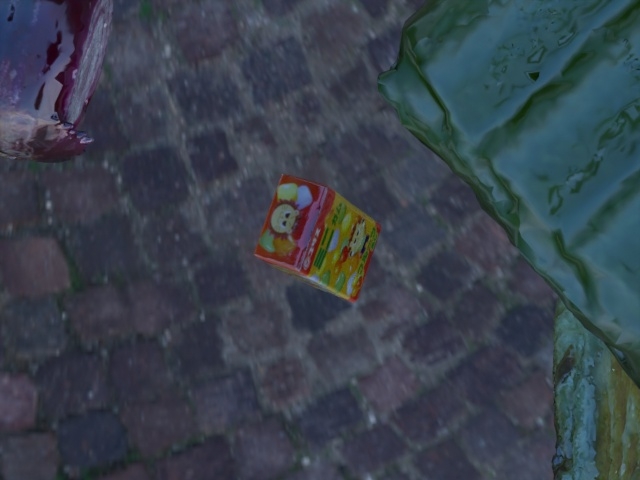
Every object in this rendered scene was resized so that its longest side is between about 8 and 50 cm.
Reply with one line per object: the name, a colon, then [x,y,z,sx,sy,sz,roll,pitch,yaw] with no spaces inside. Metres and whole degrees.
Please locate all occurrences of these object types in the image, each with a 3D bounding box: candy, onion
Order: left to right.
onion: [-0.193,-0.150,1.024,0.135,0.173,0.198,8,89,-9]
candy: [0.000,0.000,1.173,0.038,0.122,0.062,17,85,23]

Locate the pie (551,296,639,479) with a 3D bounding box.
pie: [0.237,0.177,1.375,0.070,0.323,0.323,-3,114,24]

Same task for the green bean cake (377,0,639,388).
green bean cake: [0.163,-0.025,0.662,0.156,0.250,0.247,-45,80,10]
